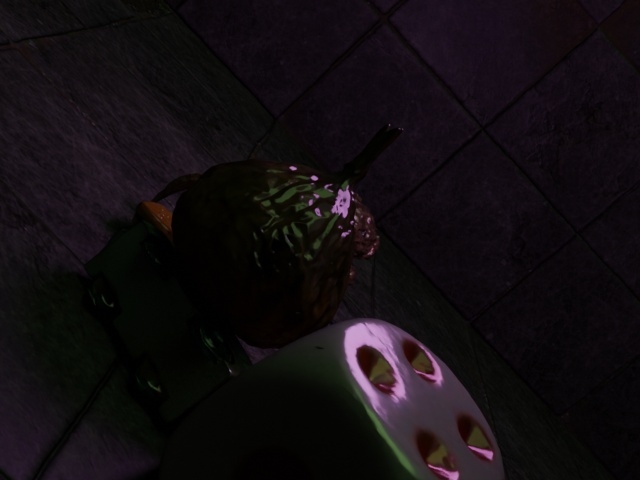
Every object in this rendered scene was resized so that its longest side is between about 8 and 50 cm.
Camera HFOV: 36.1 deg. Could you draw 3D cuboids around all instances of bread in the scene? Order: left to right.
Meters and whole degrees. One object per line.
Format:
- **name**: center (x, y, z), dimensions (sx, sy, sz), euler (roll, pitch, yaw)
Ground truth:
- **bread**: center (-0.241, 0.023, 1.644), dimensions (0.200, 0.077, 0.116), euler (49, 13, 9)

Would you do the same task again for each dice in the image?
- **dice**: center (0.015, 0.276, 1.170), dimensions (0.277, 0.304, 0.304), euler (55, 21, 20)

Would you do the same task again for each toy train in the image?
- **toy train**: center (-0.203, 0.127, 1.363), dimensions (0.326, 0.129, 0.159), euler (55, 8, 29)

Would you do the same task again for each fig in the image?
- **fig**: center (-0.023, -0.033, 1.384), dimensions (0.286, 0.368, 0.286), euler (48, 10, -11)

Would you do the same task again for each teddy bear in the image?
- **teddy bear**: center (-0.002, -0.002, 2.177), dimensions (0.246, 0.222, 0.296), euler (54, 15, 16)

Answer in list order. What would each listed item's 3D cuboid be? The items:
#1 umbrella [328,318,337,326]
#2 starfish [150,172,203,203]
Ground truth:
- **umbrella**: center (-0.027, 0.140, 1.978), dimensions (0.326, 0.094, 0.090), euler (53, -1, 17)
- **starfish**: center (-0.124, 0.020, 1.750), dimensions (0.398, 0.132, 0.384), euler (36, -26, 17)
